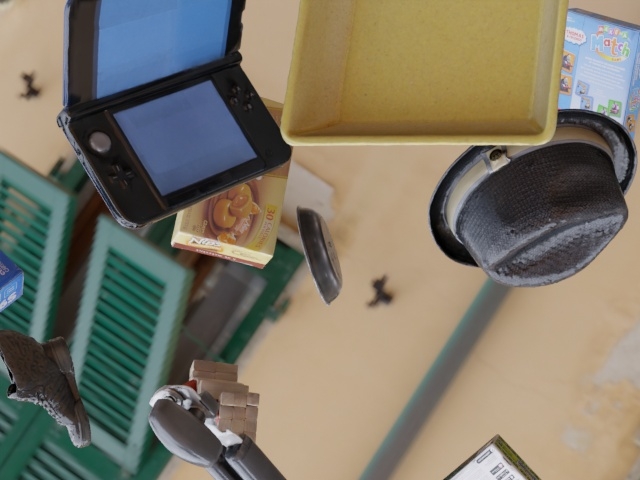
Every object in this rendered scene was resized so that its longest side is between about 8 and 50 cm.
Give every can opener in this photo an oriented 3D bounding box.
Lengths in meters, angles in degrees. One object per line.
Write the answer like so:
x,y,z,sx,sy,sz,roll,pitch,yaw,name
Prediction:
-0.117,0.293,1.451,0.076,0.095,0.283,-24,115,34,can opener

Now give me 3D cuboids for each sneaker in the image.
-0.345,0.184,1.429,0.051,0.089,0.170,0,105,64,sneaker

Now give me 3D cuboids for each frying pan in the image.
0.008,0.028,2.227,0.326,0.053,0.197,16,-123,-80,frying pan

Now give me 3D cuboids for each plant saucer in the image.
0.135,-0.258,1.349,0.332,0.333,0.081,3,168,27,plant saucer

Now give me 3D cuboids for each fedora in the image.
0.334,-0.034,1.725,0.334,0.334,0.153,39,-155,-41,fedora

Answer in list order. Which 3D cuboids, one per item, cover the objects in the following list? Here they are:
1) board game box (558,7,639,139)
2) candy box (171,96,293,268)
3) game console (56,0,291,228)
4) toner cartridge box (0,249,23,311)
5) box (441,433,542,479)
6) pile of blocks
0.454,-0.259,1.900,0.039,0.212,0.160,-15,-150,-34,board game box
-0.158,-0.123,2.192,0.182,0.317,0.087,15,157,-14,candy box
-0.165,-0.193,1.451,0.250,0.293,0.173,58,141,7,game console
-0.597,-0.007,1.627,0.348,0.165,0.075,41,148,10,toner cartridge box
0.187,0.352,1.466,0.114,0.207,0.036,47,-157,5,box
-0.190,0.298,1.982,0.112,0.149,0.362,9,-177,-12,pile of blocks
